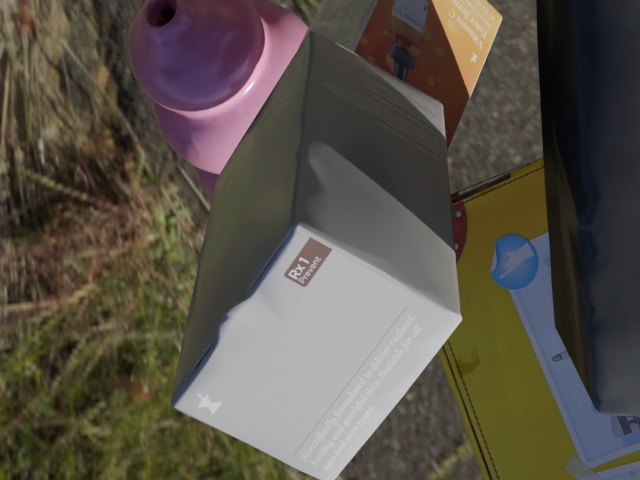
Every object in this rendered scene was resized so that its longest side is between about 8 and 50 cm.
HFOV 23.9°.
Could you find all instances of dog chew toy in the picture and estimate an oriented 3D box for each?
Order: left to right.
[{"bbox_3d":[-0.071,-0.141,1.485,0.206,0.207,0.332,-42,146,5],"label":"dog chew toy"}]

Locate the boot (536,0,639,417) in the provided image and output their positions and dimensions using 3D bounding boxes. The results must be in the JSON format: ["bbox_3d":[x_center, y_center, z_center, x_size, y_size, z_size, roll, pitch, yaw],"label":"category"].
[{"bbox_3d":[0.276,-0.143,0.685,0.367,0.146,0.445,-3,109,13],"label":"boot"}]

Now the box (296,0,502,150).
[{"bbox_3d":[0.065,-0.165,1.318,0.130,0.091,0.170,42,55,-28],"label":"box"}]

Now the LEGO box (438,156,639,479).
[{"bbox_3d":[0.324,0.143,1.125,0.372,0.193,0.500,-24,81,31],"label":"LEGO box"}]

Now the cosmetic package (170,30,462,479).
[{"bbox_3d":[0.000,0.000,0.814,0.107,0.238,0.127,27,120,-16],"label":"cosmetic package"}]
